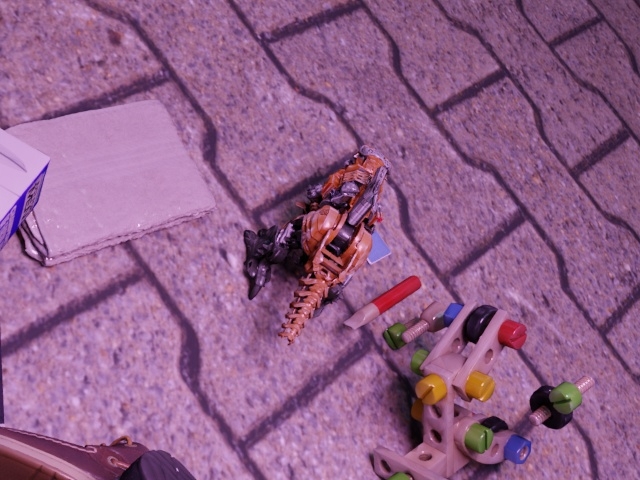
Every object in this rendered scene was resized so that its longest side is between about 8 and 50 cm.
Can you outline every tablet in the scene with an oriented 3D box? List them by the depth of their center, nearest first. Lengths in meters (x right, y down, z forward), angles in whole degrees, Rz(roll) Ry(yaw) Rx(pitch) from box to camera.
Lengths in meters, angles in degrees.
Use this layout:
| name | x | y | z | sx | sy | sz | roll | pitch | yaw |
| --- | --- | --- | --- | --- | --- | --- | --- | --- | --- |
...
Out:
| name | x | y | z | sx | sy | sz | roll | pitch | yaw |
| --- | --- | --- | --- | --- | --- | --- | --- | --- | --- |
| tablet | 0.071 | -0.005 | 1.467 | 0.054 | 0.006 | 0.083 | -26 | 78 | -43 |

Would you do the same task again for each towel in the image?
| name | x | y | z | sx | sy | sz | roll | pitch | yaw |
| --- | --- | --- | --- | --- | --- | --- | --- | --- | --- |
| towel | -0.284 | -0.082 | 1.232 | 0.282 | 0.049 | 0.187 | -20 | 76 | -42 |

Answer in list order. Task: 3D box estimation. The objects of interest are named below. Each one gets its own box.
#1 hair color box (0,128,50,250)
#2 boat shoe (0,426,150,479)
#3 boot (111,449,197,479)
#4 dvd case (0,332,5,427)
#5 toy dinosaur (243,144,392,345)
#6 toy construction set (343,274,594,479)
| name | x | y | z | sx | sy | sz | roll | pitch | yaw |
| --- | --- | --- | --- | --- | --- | --- | --- | --- | --- |
| hair color box | -0.455 | 0.002 | 0.982 | 0.185 | 0.110 | 0.339 | 30 | 53 | -5 |
| boat shoe | -0.223 | 0.278 | 1.009 | 0.342 | 0.123 | 0.123 | 26 | 24 | -11 |
| boot | -0.150 | 0.384 | 0.929 | 0.338 | 0.223 | 0.118 | 52 | 8 | -7 |
| dvd case | -0.429 | 0.118 | 1.014 | 0.164 | 0.018 | 0.221 | 6 | 57 | -33 |
| toy dinosaur | 0.000 | 0.000 | 1.265 | 0.164 | 0.218 | 0.322 | 50 | 45 | 1 |
| toy construction set | 0.143 | 0.209 | 1.258 | 0.237 | 0.257 | 0.309 | -29 | 60 | -31 |
